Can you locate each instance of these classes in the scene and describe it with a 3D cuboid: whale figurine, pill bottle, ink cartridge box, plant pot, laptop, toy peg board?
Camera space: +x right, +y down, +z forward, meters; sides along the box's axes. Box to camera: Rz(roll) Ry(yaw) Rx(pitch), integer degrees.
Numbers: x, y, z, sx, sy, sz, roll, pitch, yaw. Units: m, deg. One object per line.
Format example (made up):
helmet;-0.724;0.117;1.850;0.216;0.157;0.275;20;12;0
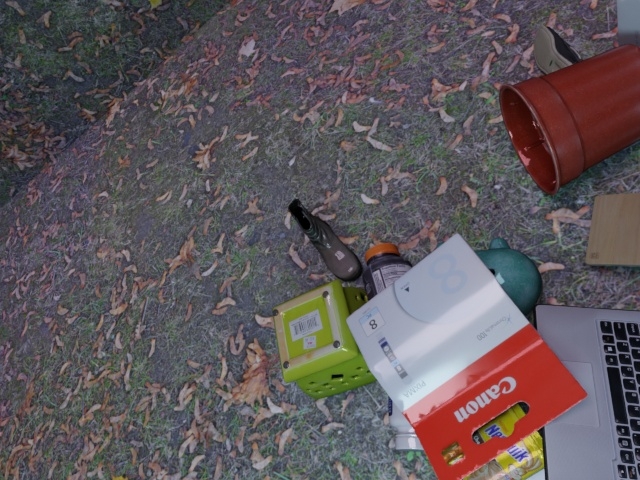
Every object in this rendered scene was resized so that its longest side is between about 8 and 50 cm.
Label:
whale figurine;0.354;0.078;1.185;0.271;0.141;0.216;27;83;38
pill bottle;0.177;0.129;1.275;0.130;0.130;0.246;-25;56;19
ink cartridge box;0.250;0.213;1.012;0.308;0.091;0.385;-39;43;11
plant pot;0.581;-0.280;1.163;0.264;0.272;0.273;-25;56;9
laptop;0.566;0.224;0.797;0.407;0.236;0.382;3;53;13
pill bottle;0.205;0.361;1.155;0.111;0.112;0.187;-10;62;27
toy peg board;0.660;-0.010;1.098;0.160;0.079;0.162;-1;65;48
plant pot;0.015;0.233;1.274;0.228;0.207;0.227;-25;57;20

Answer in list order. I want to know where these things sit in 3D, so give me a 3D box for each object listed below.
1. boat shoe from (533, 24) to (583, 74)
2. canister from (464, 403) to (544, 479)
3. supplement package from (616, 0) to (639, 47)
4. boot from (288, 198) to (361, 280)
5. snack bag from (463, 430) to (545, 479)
boat shoe;0.615;-0.469;1.351;0.079;0.084;0.233;-1;51;-11
canister;0.353;0.418;1.029;0.169;0.073;0.126;-36;49;7
supplement package;0.772;-0.476;1.126;0.203;0.262;0.145;25;82;37
boot;0.000;0.000;1.424;0.083;0.161;0.247;-43;52;6
snack bag;0.407;0.563;0.982;0.322;0.037;0.343;6;70;34
